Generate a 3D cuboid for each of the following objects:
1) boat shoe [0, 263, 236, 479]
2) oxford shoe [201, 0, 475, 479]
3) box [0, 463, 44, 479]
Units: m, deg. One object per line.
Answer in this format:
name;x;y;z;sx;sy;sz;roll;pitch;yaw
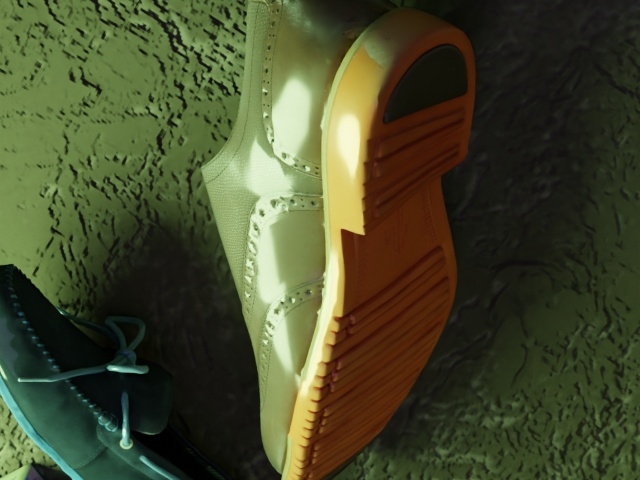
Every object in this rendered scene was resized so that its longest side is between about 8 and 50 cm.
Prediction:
boat shoe;-0.130;0.101;1.257;0.089;0.109;0.258;-26;129;12
oxford shoe;0.000;0.000;1.180;0.132;0.130;0.364;32;132;27
box;-0.201;0.311;1.288;0.117;0.243;0.213;-27;112;21
